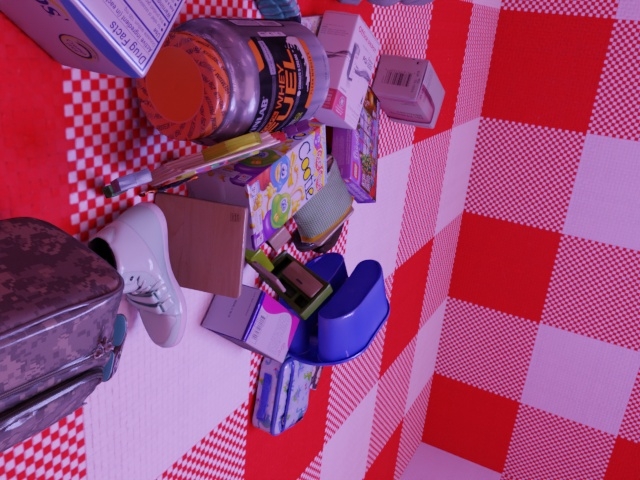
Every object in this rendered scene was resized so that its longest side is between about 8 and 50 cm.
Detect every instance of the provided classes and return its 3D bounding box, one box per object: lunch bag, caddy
[{"bbox_3d":[-0.391,0.137,0.665,0.305,0.212,0.256,-25,143,-58],"label":"lunch bag"},{"bbox_3d":[0.038,0.182,1.551,0.341,0.241,0.179,-46,138,-46],"label":"caddy"},{"bbox_3d":[-0.096,0.387,1.566,0.176,0.090,0.219,-6,109,-61],"label":"lunch bag"}]

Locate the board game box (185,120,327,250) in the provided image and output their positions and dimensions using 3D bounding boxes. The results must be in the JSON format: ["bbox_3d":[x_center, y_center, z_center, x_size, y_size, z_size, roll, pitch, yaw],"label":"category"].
[{"bbox_3d":[-0.113,-0.124,1.162,0.275,0.142,0.144,-48,144,-45],"label":"board game box"}]

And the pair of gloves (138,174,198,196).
[{"bbox_3d":[-0.247,-0.087,0.976,0.074,0.083,0.010,-30,106,-47],"label":"pair of gloves"}]

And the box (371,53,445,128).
[{"bbox_3d":[0.261,-0.436,1.773,0.232,0.148,0.127,24,83,-65],"label":"box"}]

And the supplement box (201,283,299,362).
[{"bbox_3d":[-0.145,0.179,1.308,0.111,0.113,0.220,-68,154,-16],"label":"supplement box"}]

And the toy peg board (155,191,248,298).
[{"bbox_3d":[-0.200,-0.001,1.049,0.079,0.160,0.161,-53,152,-69],"label":"toy peg board"}]

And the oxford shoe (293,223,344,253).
[{"bbox_3d":[0.000,0.000,1.553,0.227,0.082,0.096,-27,133,-57],"label":"oxford shoe"}]

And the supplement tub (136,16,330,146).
[{"bbox_3d":[-0.133,-0.262,0.979,0.316,0.193,0.194,-32,132,-55],"label":"supplement tub"}]

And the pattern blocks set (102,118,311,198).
[{"bbox_3d":[-0.165,-0.122,0.908,0.324,0.285,0.026,-22,99,-19],"label":"pattern blocks set"}]

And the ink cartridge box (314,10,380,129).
[{"bbox_3d":[0.046,-0.380,1.354,0.158,0.092,0.218,17,88,-66],"label":"ink cartridge box"}]

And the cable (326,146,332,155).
[{"bbox_3d":[0.014,-0.187,1.479,0.287,0.072,0.140,28,76,-67],"label":"cable"}]

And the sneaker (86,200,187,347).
[{"bbox_3d":[-0.298,0.082,0.943,0.151,0.094,0.256,-44,133,-57],"label":"sneaker"}]

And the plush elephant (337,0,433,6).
[{"bbox_3d":[0.163,-0.654,1.353,0.271,0.255,0.330,-1,68,-26],"label":"plush elephant"}]

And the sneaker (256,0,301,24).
[{"bbox_3d":[-0.083,-0.483,1.095,0.223,0.083,0.098,42,61,-62],"label":"sneaker"}]

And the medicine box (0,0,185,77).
[{"bbox_3d":[-0.264,-0.385,0.678,0.290,0.149,0.263,-67,155,-15],"label":"medicine box"}]

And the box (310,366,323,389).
[{"bbox_3d":[-0.013,0.299,1.721,0.245,0.060,0.100,-70,155,-11],"label":"box"}]

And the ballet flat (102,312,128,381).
[{"bbox_3d":[-0.342,0.173,0.984,0.041,0.041,0.115,20,86,-66],"label":"ballet flat"}]

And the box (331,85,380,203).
[{"bbox_3d":[0.094,-0.262,1.529,0.201,0.057,0.294,30,61,-63],"label":"box"}]

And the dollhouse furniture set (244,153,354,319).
[{"bbox_3d":[-0.007,-0.009,1.333,0.301,0.151,0.198,-46,150,-11],"label":"dollhouse furniture set"}]

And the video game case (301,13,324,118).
[{"bbox_3d":[-0.023,-0.384,1.344,0.206,0.026,0.227,-37,136,-54],"label":"video game case"}]
